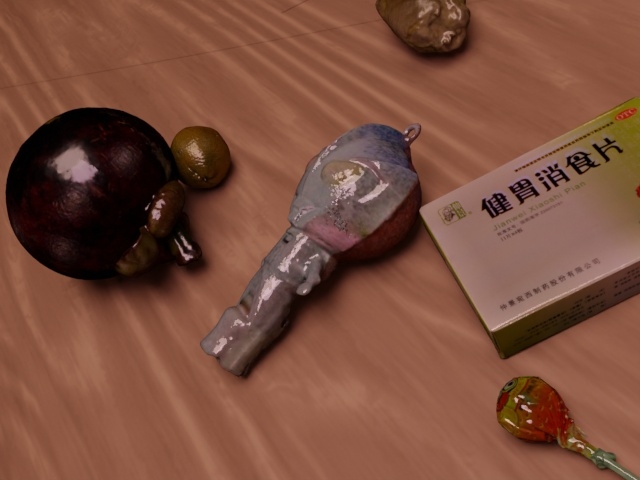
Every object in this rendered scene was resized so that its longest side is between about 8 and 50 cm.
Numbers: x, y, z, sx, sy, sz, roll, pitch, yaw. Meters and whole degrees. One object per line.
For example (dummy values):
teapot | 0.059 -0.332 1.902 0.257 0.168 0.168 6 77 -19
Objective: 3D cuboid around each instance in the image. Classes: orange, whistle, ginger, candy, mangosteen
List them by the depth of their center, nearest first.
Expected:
candy | 0.231 0.178 0.577 0.201 0.060 0.060 33 73 33
whistle | 0.001 0.001 0.788 0.142 0.134 0.346 35 84 38
mangosteen | -0.261 -0.045 0.899 0.265 0.228 0.228 29 68 9
orange | -0.167 -0.114 0.980 0.085 0.085 0.095 -28 45 4
ginger | 0.138 -0.360 1.006 0.116 0.109 0.263 -36 39 35

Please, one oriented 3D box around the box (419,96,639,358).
box | 0.252 -0.017 0.707 0.260 0.062 0.175 -28 47 5
